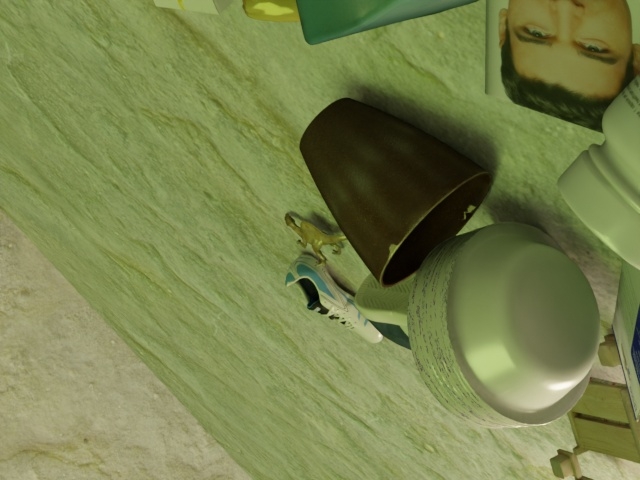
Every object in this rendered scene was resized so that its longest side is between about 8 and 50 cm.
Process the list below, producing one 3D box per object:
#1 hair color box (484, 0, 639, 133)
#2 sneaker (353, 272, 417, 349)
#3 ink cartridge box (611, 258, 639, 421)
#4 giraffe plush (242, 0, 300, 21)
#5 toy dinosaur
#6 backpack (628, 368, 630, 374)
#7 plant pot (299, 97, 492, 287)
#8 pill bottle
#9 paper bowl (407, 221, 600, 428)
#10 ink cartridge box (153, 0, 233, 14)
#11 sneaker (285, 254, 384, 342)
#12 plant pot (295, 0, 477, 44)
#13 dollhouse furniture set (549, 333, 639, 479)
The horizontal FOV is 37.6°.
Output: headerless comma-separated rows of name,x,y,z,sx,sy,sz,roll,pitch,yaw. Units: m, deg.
hair color box,0.263,-0.278,0.891,0.185,0.113,0.374,24,151,25
sneaker,0.224,0.143,1.600,0.350,0.131,0.148,16,153,46
ink cartridge box,0.430,0.081,1.196,0.065,0.165,0.332,-6,142,5
giraffe plush,-0.003,-0.344,1.074,0.210,0.182,0.170,-130,34,-54
toy dinosaur,0.000,0.000,1.709,0.183,0.053,0.092,14,144,38
backpack,0.507,0.177,1.324,0.120,0.098,0.101,37,156,8
plant pot,0.084,-0.089,1.333,0.230,0.215,0.215,45,156,18
pill bottle,0.359,-0.110,0.841,0.160,0.160,0.283,40,114,-3
paper bowl,0.273,0.114,1.303,0.284,0.284,0.148,46,147,-15
ink cartridge box,-0.164,-0.374,1.280,0.143,0.092,0.090,15,145,34
sneaker,0.026,0.129,1.843,0.237,0.086,0.085,42,151,-11
plant pot,0.075,-0.291,0.902,0.234,0.166,0.165,-149,44,-71
dollhouse furniture set,0.509,0.300,1.582,0.303,0.174,0.355,-5,102,70
